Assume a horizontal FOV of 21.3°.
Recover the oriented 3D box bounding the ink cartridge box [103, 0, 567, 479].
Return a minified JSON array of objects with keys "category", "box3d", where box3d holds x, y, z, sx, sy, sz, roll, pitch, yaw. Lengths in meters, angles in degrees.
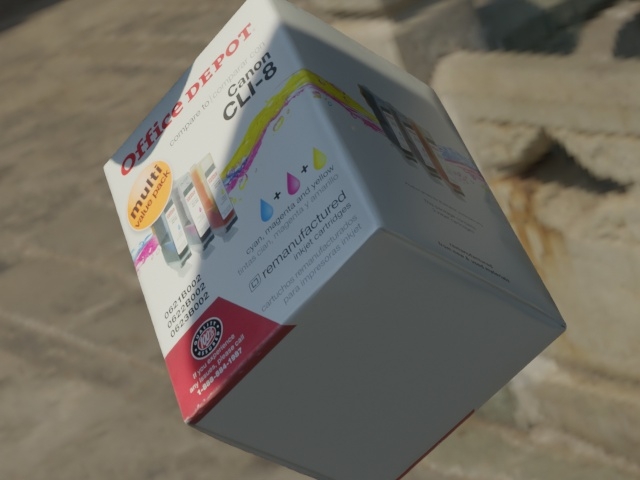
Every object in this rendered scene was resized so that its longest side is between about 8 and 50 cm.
[{"category":"ink cartridge box","box3d":[0.000,0.000,0.781,0.128,0.127,0.176,-46,41,20]}]
